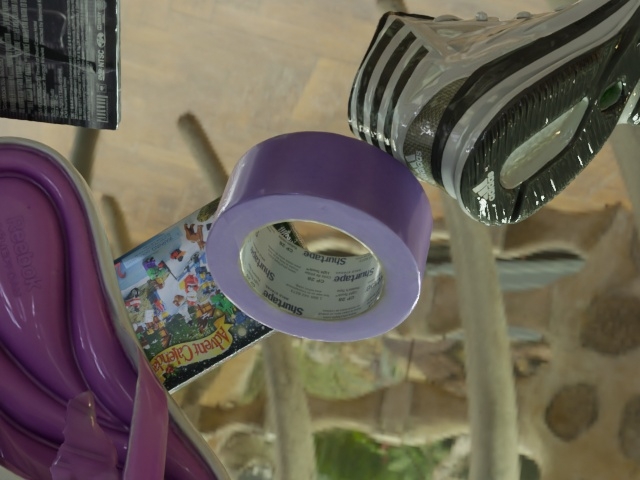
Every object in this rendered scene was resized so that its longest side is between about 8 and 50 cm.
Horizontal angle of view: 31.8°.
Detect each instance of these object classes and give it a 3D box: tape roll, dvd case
[{"bbox_3d":[0.000,0.000,0.983,0.189,0.080,0.189,8,138,7],"label":"tape roll"},{"bbox_3d":[-0.238,-0.152,0.715,0.221,0.018,0.164,6,131,-3],"label":"dvd case"}]

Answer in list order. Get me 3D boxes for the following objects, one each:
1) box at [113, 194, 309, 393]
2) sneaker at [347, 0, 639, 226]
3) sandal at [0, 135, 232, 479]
[{"bbox_3d":[-0.123,0.052,1.244,0.233,0.159,0.044,-31,171,7],"label":"box"},{"bbox_3d":[0.211,-0.199,1.069,0.257,0.448,0.169,33,143,40],"label":"sneaker"},{"bbox_3d":[-0.168,0.111,0.706,0.169,0.416,0.102,-25,162,-10],"label":"sandal"}]
